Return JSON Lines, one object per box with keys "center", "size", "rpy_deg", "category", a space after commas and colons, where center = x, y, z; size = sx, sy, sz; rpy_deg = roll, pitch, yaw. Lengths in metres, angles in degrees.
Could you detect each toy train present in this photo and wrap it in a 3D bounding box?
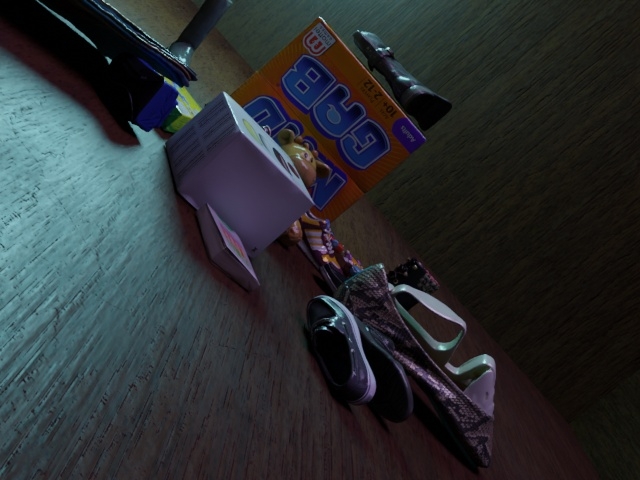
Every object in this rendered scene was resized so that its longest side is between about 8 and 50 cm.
{"center": [0.051, 0.049, 2.224], "size": [0.125, 0.046, 0.166], "rpy_deg": [43, 8, -29], "category": "toy train"}

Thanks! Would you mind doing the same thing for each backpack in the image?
{"center": [-0.309, -0.248, 1.595], "size": [0.120, 0.098, 0.101], "rpy_deg": [39, -4, 22], "category": "backpack"}

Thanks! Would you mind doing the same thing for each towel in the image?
{"center": [-0.406, -0.386, 1.602], "size": [0.271, 0.040, 0.370], "rpy_deg": [26, -5, 39], "category": "towel"}

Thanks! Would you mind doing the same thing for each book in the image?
{"center": [-0.148, 0.012, 1.508], "size": [0.096, 0.035, 0.144], "rpy_deg": [47, 8, -35], "category": "book"}

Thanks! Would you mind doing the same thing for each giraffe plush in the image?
{"center": [-0.071, -0.120, 1.929], "size": [0.181, 0.170, 0.210], "rpy_deg": [37, 16, -52], "category": "giraffe plush"}

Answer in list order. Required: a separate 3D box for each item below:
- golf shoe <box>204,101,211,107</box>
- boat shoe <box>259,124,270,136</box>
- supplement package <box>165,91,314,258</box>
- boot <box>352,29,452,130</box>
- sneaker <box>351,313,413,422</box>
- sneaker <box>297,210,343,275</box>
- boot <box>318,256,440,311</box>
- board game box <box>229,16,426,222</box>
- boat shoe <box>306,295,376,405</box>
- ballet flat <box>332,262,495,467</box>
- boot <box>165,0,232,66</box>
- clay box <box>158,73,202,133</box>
{"center": [-0.181, -0.180, 1.878], "size": [0.094, 0.077, 0.198], "rpy_deg": [84, -1, -68], "category": "golf shoe"}
{"center": [-0.165, -0.201, 1.948], "size": [0.043, 0.137, 0.049], "rpy_deg": [16, 56, -61], "category": "boat shoe"}
{"center": [-0.144, -0.117, 1.657], "size": [0.194, 0.149, 0.203], "rpy_deg": [44, 10, -30], "category": "supplement package"}
{"center": [0.187, -0.379, 2.199], "size": [0.229, 0.091, 0.263], "rpy_deg": [54, 13, 21], "category": "boot"}
{"center": [0.106, 0.223, 1.654], "size": [0.130, 0.087, 0.227], "rpy_deg": [25, 20, -53], "category": "sneaker"}
{"center": [0.000, 0.000, 2.049], "size": [0.185, 0.084, 0.069], "rpy_deg": [49, 9, -1], "category": "sneaker"}
{"center": [0.124, 0.084, 1.993], "size": [0.236, 0.179, 0.085], "rpy_deg": [45, 11, -31], "category": "boot"}
{"center": [-0.003, -0.262, 2.230], "size": [0.356, 0.356, 0.356], "rpy_deg": [49, 10, -4], "category": "board game box"}
{"center": [0.018, 0.166, 1.535], "size": [0.076, 0.080, 0.228], "rpy_deg": [42, 19, -44], "category": "boat shoe"}
{"center": [0.231, 0.238, 1.876], "size": [0.483, 0.182, 0.164], "rpy_deg": [48, 9, -8], "category": "ballet flat"}
{"center": [-0.295, -0.512, 2.326], "size": [0.076, 0.208, 0.189], "rpy_deg": [43, 11, -31], "category": "boot"}
{"center": [-0.289, -0.267, 1.874], "size": [0.127, 0.053, 0.222], "rpy_deg": [53, 8, 7], "category": "clay box"}
